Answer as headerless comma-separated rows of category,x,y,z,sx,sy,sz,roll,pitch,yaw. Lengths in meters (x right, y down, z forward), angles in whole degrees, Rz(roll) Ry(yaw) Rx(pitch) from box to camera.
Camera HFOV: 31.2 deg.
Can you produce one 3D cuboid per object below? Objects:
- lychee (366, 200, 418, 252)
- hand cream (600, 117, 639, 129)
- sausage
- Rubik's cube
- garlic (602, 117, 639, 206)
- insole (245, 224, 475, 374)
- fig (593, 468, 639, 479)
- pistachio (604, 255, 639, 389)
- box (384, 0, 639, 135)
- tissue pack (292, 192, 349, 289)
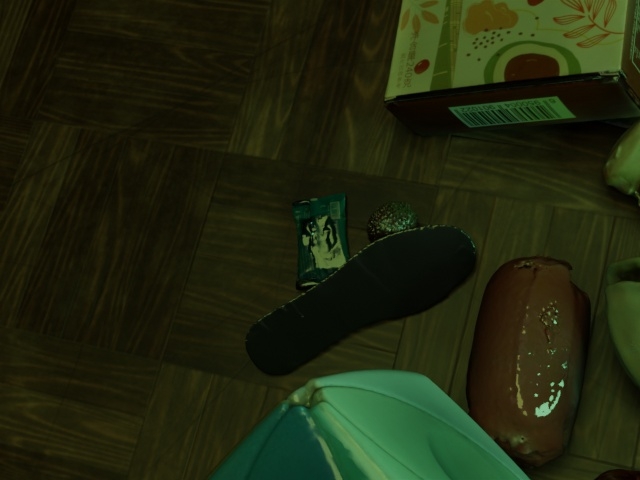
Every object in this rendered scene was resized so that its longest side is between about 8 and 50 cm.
lychee,0.100,-0.019,1.603,0.068,0.067,0.083,-7,45,39
hand cream,0.505,-0.164,1.569,0.235,0.055,0.086,24,83,26
sausage,0.264,0.151,1.460,0.152,0.152,0.279,7,71,16
Rubik's cube,0.053,0.374,1.284,0.351,0.347,0.352,45,107,22
garlic,0.508,-0.101,1.481,0.217,0.228,0.110,48,43,11
insole,0.054,0.080,1.584,0.348,0.009,0.119,-30,96,5
fig,0.378,0.342,1.391,0.128,0.150,0.128,1,45,-1
pistachio,0.482,0.133,1.374,0.332,0.226,0.208,32,60,12
box,0.287,-0.352,1.587,0.345,0.122,0.385,-2,69,35
tissue pack,0.000,0.000,1.645,0.085,0.028,0.138,-9,72,10
